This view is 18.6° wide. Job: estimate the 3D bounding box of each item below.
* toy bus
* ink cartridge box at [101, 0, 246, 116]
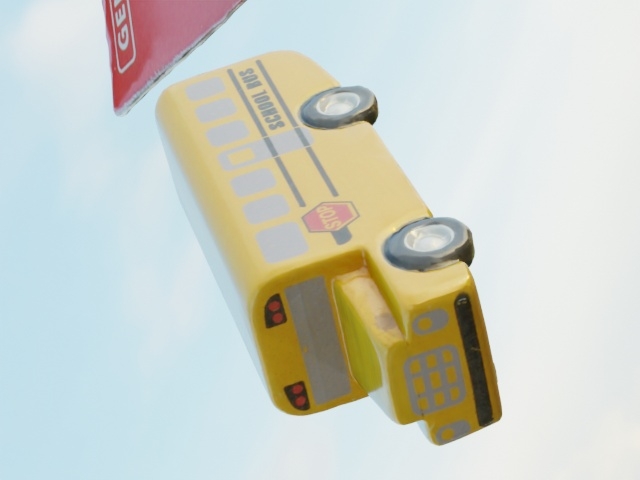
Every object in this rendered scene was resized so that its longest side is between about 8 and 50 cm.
[{"bbox_3d":[0.000,0.000,1.193,0.333,0.130,0.108,-119,14,-56],"label":"toy bus"},{"bbox_3d":[-0.044,-0.213,0.530,0.261,0.066,0.296,-31,63,55],"label":"ink cartridge box"}]
